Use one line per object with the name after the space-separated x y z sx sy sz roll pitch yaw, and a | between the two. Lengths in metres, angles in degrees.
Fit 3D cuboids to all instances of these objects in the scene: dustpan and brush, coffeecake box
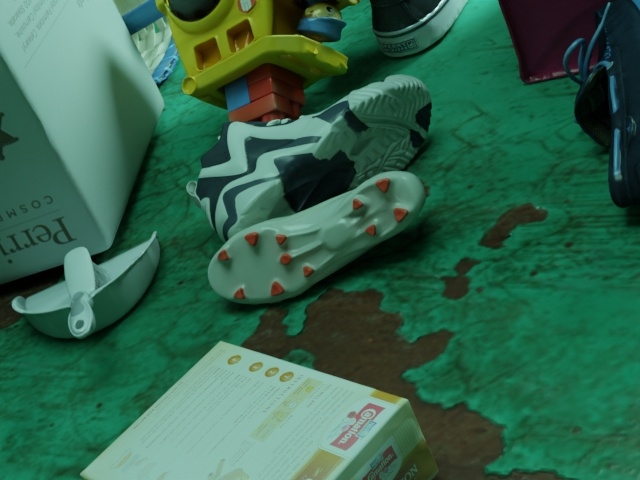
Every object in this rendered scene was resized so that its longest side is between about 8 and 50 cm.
-0.205 0.049 1.113 0.147 0.060 0.211 -26 30 -2 | dustpan and brush
-0.042 0.151 0.826 0.185 0.068 0.142 12 45 46 | coffeecake box

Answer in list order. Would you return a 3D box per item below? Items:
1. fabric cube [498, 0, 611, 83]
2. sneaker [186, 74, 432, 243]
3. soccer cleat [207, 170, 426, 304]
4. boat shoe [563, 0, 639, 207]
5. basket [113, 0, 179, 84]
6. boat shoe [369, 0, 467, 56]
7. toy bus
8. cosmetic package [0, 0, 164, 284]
0.287 -0.335 1.175 0.259 0.254 0.258 -8 36 25 | fabric cube
-0.022 -0.087 1.162 0.235 0.094 0.153 -44 42 -14 | sneaker
0.000 0.000 1.051 0.196 0.068 0.076 -25 -3 16 | soccer cleat
0.240 -0.121 1.017 0.089 0.109 0.258 -20 28 14 | boat shoe
-0.232 -0.295 1.535 0.289 0.201 0.255 -25 27 20 | basket
0.121 -0.323 1.423 0.108 0.102 0.301 -4 36 32 | boat shoe
-0.042 -0.208 1.290 0.220 0.149 0.211 -24 67 29 | toy bus
-0.405 -0.182 1.287 0.329 0.394 0.327 -18 29 14 | cosmetic package
